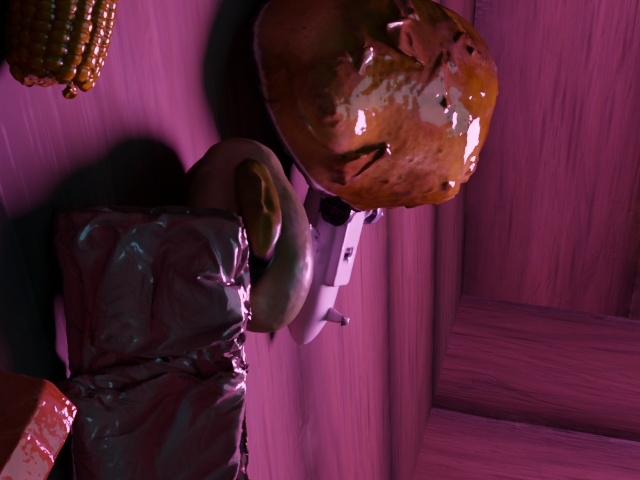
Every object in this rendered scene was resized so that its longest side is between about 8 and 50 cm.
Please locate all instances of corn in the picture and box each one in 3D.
[{"bbox_3d":[-0.145,-0.187,0.592,0.068,0.068,0.207,3,96,-75],"label":"corn"}]

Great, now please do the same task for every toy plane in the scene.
[{"bbox_3d":[0.004,0.000,1.190,0.251,0.101,0.255,-4,101,-64],"label":"toy plane"}]

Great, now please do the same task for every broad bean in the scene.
[{"bbox_3d":[-0.075,-0.003,0.812,0.228,0.100,0.169,169,-70,-68],"label":"broad bean"}]

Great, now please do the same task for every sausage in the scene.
[{"bbox_3d":[-0.198,0.158,0.566,0.065,0.065,0.169,81,22,-47],"label":"sausage"}]

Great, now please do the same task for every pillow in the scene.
[{"bbox_3d":[-0.116,0.096,0.708,0.049,0.135,0.248,-98,-170,-67],"label":"pillow"}]

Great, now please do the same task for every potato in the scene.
[{"bbox_3d":[0.071,-0.167,1.042,0.299,0.196,0.246,26,48,-61],"label":"potato"}]
